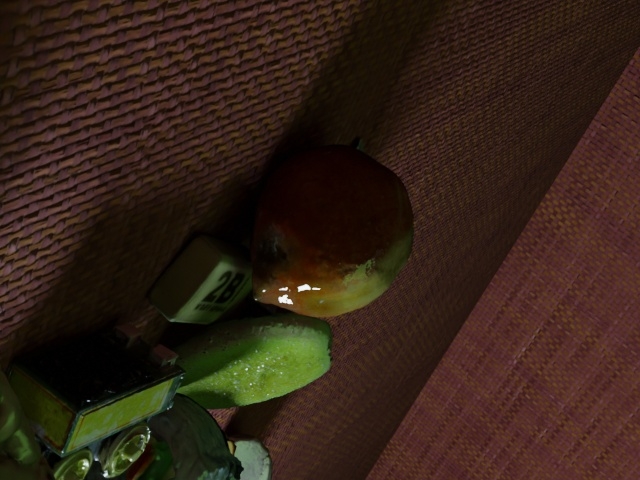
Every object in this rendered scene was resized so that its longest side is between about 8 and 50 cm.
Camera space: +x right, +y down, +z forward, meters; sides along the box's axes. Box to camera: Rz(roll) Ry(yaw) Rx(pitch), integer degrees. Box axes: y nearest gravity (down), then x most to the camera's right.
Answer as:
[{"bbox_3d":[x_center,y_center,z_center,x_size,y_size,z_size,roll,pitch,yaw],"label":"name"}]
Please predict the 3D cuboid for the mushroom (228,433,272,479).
[{"bbox_3d":[-0.167,0.481,2.152,0.128,0.128,0.350,-41,164,-27],"label":"mushroom"}]

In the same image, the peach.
[{"bbox_3d":[0.000,0.000,1.437,0.256,0.232,0.232,-34,158,-19],"label":"peach"}]

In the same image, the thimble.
[{"bbox_3d":[-0.238,0.322,1.477,0.237,0.237,0.150,-52,160,4],"label":"thimble"}]

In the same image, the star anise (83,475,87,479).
[{"bbox_3d":[-0.328,0.420,1.380,0.148,0.218,0.227,-27,127,-63],"label":"star anise"}]

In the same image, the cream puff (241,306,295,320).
[{"bbox_3d":[-0.079,0.151,1.726,0.144,0.103,0.126,-44,148,-18],"label":"cream puff"}]

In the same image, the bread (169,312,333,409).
[{"bbox_3d":[-0.117,0.193,1.593,0.301,0.045,0.301,-12,151,-7],"label":"bread"}]

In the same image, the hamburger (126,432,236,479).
[{"bbox_3d":[-0.255,0.374,1.671,0.237,0.149,0.237,-53,162,-25],"label":"hamburger"}]

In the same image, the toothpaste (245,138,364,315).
[{"bbox_3d":[-0.011,-0.019,1.623,0.299,0.073,0.114,-55,164,-10],"label":"toothpaste"}]

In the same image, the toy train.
[{"bbox_3d":[-0.296,0.210,1.290,0.261,0.134,0.177,-17,134,-61],"label":"toy train"}]

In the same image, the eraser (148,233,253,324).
[{"bbox_3d":[-0.151,0.058,1.440,0.117,0.058,0.172,-52,162,6],"label":"eraser"}]

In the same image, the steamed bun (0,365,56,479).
[{"bbox_3d":[-0.355,0.180,0.888,0.203,0.276,0.289,-30,168,-22],"label":"steamed bun"}]
